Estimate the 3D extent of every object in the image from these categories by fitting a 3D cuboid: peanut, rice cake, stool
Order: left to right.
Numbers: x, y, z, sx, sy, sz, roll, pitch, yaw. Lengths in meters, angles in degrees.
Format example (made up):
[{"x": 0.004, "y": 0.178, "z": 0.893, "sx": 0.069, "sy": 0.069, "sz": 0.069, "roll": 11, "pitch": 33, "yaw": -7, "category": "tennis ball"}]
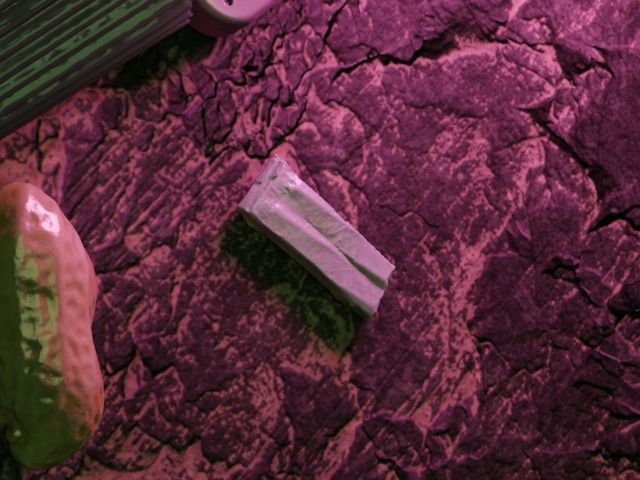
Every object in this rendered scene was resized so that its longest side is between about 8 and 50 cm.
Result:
[{"x": -0.344, "y": -0.254, "z": 1.408, "sx": 0.330, "sy": 0.297, "sz": 0.297, "roll": -38, "pitch": 104, "yaw": -16, "category": "stool"}, {"x": -0.308, "y": 0.091, "z": 1.494, "sx": 0.152, "sy": 0.152, "sz": 0.313, "roll": -12, "pitch": 94, "yaw": -24, "category": "peanut"}, {"x": 0.000, "y": 0.000, "z": 1.688, "sx": 0.226, "sy": 0.040, "sz": 0.085, "roll": 42, "pitch": 73, "yaw": -18, "category": "rice cake"}]

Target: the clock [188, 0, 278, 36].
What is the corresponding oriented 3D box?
[{"x": -0.107, "y": -0.434, "z": 1.608, "sx": 0.295, "sy": 0.113, "sz": 0.322, "roll": -42, "pitch": 104, "yaw": -19, "category": "clock"}]
